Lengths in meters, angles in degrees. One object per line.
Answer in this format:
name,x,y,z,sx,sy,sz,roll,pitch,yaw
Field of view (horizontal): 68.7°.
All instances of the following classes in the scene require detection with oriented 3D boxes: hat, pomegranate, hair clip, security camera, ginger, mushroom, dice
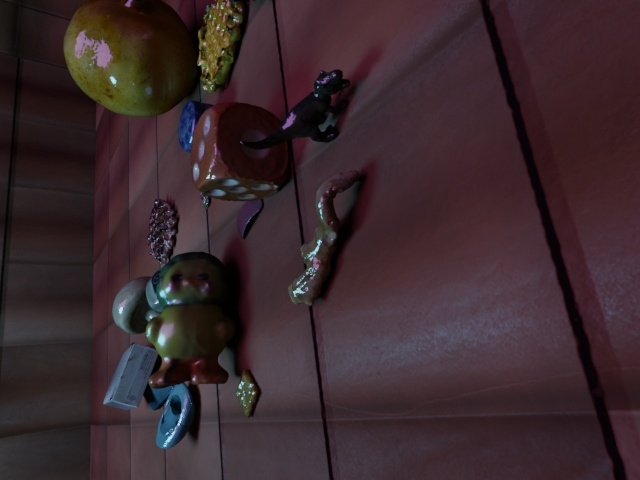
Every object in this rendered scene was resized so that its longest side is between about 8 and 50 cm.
hat,-0.418,0.522,1.398,0.138,0.078,0.190,10,76,48
pomegranate,-0.606,-0.613,1.512,0.417,0.417,0.416,-10,78,55
hair clip,-0.181,-0.059,1.159,0.137,0.022,0.054,-52,50,39
security camera,-0.458,0.186,1.446,0.157,0.080,0.301,-45,42,3
ginger,0.000,0.000,0.852,0.089,0.075,0.287,51,131,51
mushroom,-0.587,0.237,1.601,0.215,0.207,0.207,31,116,19
dice,-0.183,-0.191,1.045,0.179,0.175,0.173,-18,72,58

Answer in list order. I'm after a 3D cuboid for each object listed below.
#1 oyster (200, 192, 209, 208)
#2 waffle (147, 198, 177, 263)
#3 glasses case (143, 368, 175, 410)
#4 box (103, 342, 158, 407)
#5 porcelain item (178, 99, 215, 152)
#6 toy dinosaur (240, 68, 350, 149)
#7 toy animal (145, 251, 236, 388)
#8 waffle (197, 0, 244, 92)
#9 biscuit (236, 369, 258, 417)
oyster,-0.353,-0.137,1.422,0.054,0.019,0.083,-33,59,50
waffle,-0.584,-0.039,1.724,0.234,0.056,0.221,37,115,46
glasses case,-0.552,0.500,1.610,0.266,0.056,0.105,-46,50,43
box,-0.693,0.499,1.705,0.252,0.106,0.203,-34,38,53
porcelain item,-0.336,-0.318,1.335,0.147,0.114,0.147,-12,75,55
toy dinosaur,-0.046,-0.243,0.841,0.187,0.179,0.087,-59,43,30
toy animal,-0.323,0.197,1.192,0.191,0.216,0.337,117,152,-74
waffle,-0.292,-0.577,1.347,0.262,0.060,0.280,-8,80,55
biscuit,-0.173,0.360,1.102,0.081,0.018,0.083,47,124,47
